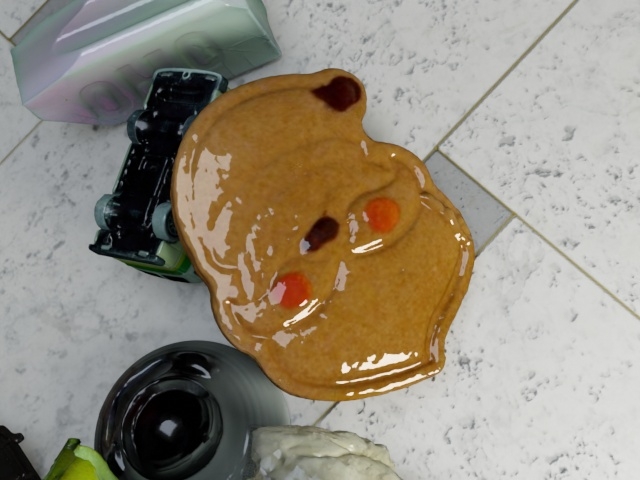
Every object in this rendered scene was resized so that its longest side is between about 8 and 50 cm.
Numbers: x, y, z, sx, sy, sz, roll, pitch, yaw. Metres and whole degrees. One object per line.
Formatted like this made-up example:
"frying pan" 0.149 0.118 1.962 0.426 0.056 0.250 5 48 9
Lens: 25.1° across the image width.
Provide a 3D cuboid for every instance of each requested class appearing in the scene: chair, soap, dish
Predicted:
"chair" -0.464 0.307 1.957 0.106 0.113 0.229 -35 22 -24
"soap" -0.253 -0.276 2.034 0.347 0.208 0.115 -21 67 9
"dish" -0.187 0.248 1.876 0.273 0.134 0.273 -6 69 15

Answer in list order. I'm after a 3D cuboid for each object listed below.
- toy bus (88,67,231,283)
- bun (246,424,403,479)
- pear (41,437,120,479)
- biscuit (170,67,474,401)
"toy bus" -0.190 -0.083 1.974 0.134 0.165 0.276 10 74 35
"bun" -0.015 0.348 1.749 0.282 0.205 0.281 7 109 19
"pear" -0.261 0.385 1.752 0.159 0.292 0.292 -47 65 -1
"biscuit" 0.000 0.000 1.854 0.350 0.078 0.455 -38 87 -11
